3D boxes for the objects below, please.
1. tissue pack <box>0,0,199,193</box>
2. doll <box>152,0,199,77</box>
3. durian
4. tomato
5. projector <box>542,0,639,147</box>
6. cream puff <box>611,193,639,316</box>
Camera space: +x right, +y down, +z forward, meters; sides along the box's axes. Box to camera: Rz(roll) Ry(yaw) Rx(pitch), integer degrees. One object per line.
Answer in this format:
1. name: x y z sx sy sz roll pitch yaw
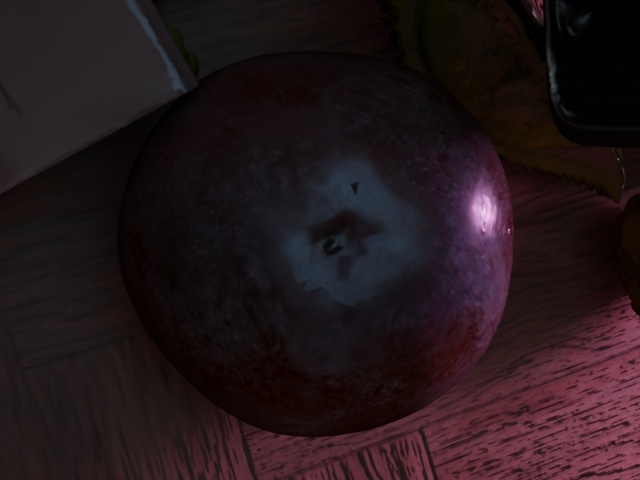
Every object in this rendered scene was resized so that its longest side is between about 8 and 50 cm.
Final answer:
1. tissue pack: -0.234 -0.124 0.740 0.246 0.159 0.136 -28 107 -2
2. doll: -0.228 -0.315 0.838 0.341 0.099 0.346 20 76 -16
3. durian: 0.169 -0.192 0.906 0.158 0.169 0.352 -46 107 -14
4. tomato: 0.000 0.000 0.790 0.317 0.282 0.316 0 92 -8
5. projector: 0.313 -0.282 0.737 0.242 0.405 0.395 2 102 25
6. cream puff: 0.349 0.024 0.971 0.146 0.146 0.116 20 99 -14
